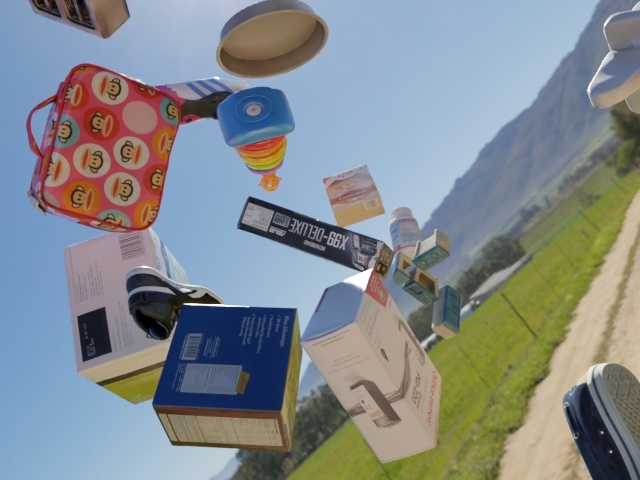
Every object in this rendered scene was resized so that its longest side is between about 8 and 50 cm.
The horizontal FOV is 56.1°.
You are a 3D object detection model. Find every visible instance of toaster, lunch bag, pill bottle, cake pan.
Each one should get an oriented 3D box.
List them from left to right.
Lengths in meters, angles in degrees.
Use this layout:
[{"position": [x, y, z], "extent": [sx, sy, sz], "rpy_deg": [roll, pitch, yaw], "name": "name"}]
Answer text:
[{"position": [-0.477, -0.500, 1.164], "extent": [0.185, 0.168, 0.110], "rpy_deg": [99, -166, -62], "name": "toaster"}, {"position": [-0.417, -0.172, 1.128], "extent": [0.120, 0.258, 0.292], "rpy_deg": [0, 75, 57], "name": "lunch bag"}, {"position": [-0.126, -0.511, 1.522], "extent": [0.294, 0.054, 0.293], "rpy_deg": [-15, -12, -3], "name": "cake pan"}, {"position": [0.245, -0.015, 1.736], "extent": [0.087, 0.160, 0.087], "rpy_deg": [-5, -35, -3], "name": "pill bottle"}]

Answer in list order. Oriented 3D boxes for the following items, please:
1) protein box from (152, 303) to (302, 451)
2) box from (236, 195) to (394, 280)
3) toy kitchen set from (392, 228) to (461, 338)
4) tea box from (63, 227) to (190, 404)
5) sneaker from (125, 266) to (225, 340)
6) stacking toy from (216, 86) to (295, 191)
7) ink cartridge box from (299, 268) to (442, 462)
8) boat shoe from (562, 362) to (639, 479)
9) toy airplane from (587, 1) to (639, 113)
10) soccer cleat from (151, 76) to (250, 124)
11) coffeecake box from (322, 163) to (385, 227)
[{"position": [-0.143, 0.226, 1.005], "extent": [0.135, 0.201, 0.199], "rpy_deg": [86, -172, -45], "name": "protein box"}, {"position": [0.000, 0.000, 1.327], "extent": [0.242, 0.308, 0.076], "rpy_deg": [29, -99, -77], "name": "box"}, {"position": [0.281, 0.103, 1.378], "extent": [0.166, 0.207, 0.122], "rpy_deg": [-37, 26, 41], "name": "toy kitchen set"}, {"position": [-0.450, 0.191, 1.497], "extent": [0.220, 0.328, 0.323], "rpy_deg": [-18, -27, -3], "name": "tea box"}, {"position": [-0.268, 0.141, 1.119], "extent": [0.079, 0.121, 0.217], "rpy_deg": [-38, -45, 27], "name": "sneaker"}, {"position": [-0.146, -0.230, 1.546], "extent": [0.175, 0.165, 0.301], "rpy_deg": [-16, -34, -5], "name": "stacking toy"}, {"position": [0.080, 0.174, 0.848], "extent": [0.092, 0.217, 0.158], "rpy_deg": [-25, 15, 23], "name": "ink cartridge box"}, {"position": [0.632, 0.500, 1.200], "extent": [0.187, 0.499, 0.156], "rpy_deg": [6, -36, -29], "name": "boat shoe"}, {"position": [0.505, -0.201, 0.643], "extent": [0.386, 0.272, 0.384], "rpy_deg": [-44, 16, 22], "name": "toy airplane"}, {"position": [-0.352, -0.401, 1.705], "extent": [0.143, 0.332, 0.116], "rpy_deg": [-69, -22, -47], "name": "soccer cleat"}, {"position": [0.095, -0.132, 1.764], "extent": [0.143, 0.185, 0.068], "rpy_deg": [-19, -53, 3], "name": "coffeecake box"}]
